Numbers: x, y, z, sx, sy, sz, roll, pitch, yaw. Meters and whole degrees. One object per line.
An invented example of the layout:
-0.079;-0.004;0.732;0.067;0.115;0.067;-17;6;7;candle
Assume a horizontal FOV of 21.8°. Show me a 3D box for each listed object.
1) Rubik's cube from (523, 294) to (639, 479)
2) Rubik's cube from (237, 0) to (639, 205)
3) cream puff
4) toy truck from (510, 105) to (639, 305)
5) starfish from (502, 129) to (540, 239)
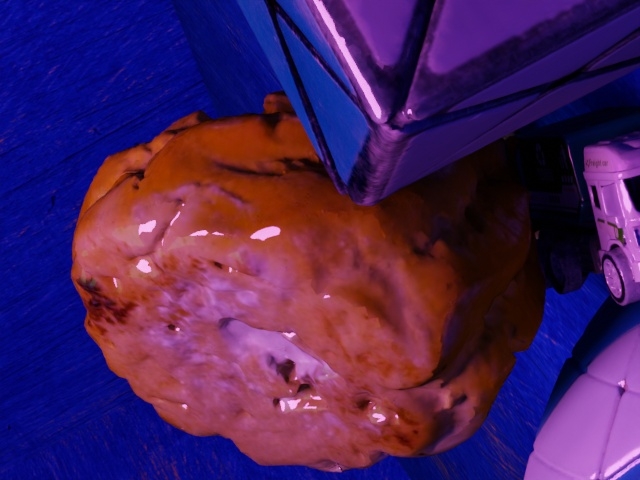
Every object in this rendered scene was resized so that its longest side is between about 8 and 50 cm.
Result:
0.252;0.169;1.167;0.254;0.254;0.254;60;171;15;Rubik's cube
0.073;-0.196;0.922;0.259;0.255;0.260;60;171;7;Rubik's cube
-0.002;0.000;1.190;0.324;0.257;0.291;-19;122;46;cream puff
0.209;-0.028;1.176;0.253;0.114;0.124;-171;64;-79;toy truck
0.164;-0.076;1.477;0.210;0.053;0.150;64;176;-27;starfish
